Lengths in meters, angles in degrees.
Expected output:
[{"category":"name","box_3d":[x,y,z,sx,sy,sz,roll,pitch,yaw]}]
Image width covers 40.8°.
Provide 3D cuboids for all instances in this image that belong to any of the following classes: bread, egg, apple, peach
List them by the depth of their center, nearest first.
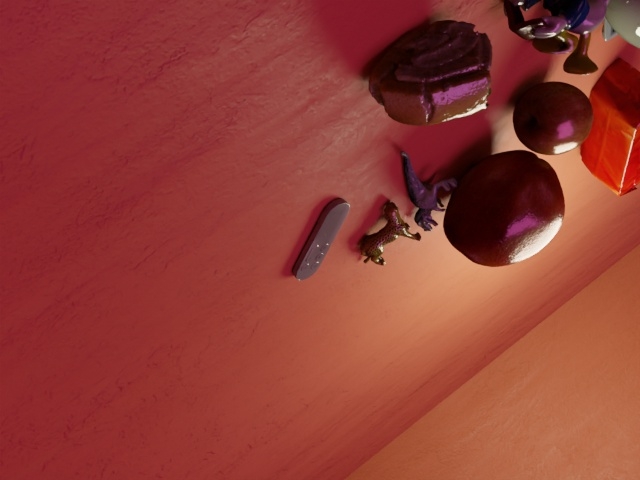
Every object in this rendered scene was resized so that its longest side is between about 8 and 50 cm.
[{"category":"bread","box_3d":[0.228,-0.329,1.729,0.257,0.186,0.124,-25,151,-13]},{"category":"egg","box_3d":[0.783,-0.568,2.012,0.230,0.230,0.371,-48,142,11]},{"category":"apple","box_3d":[0.584,-0.308,2.173,0.174,0.188,0.188,-12,139,-35]},{"category":"peach","box_3d":[0.470,-0.076,2.240,0.332,0.308,0.308,-37,150,-15]}]

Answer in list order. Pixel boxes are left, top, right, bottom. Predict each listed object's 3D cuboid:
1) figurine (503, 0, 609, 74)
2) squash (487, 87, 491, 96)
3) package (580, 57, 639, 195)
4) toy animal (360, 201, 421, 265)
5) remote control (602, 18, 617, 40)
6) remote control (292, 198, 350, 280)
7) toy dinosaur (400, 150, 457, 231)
[{"category":"figurine","box_3d":[0.507,-0.536,1.856,0.284,0.204,0.338,-17,130,-25]},{"category":"squash","box_3d":[0.371,-0.345,2.036,0.089,0.027,0.027,-22,145,-29]},{"category":"package","box_3d":[0.868,-0.313,2.497,0.123,0.196,0.423,-32,148,-15]},{"category":"toy animal","box_3d":[0.156,-0.008,2.194,0.181,0.073,0.136,-37,144,17]},{"category":"remote control","box_3d":[0.831,-0.622,2.189,0.293,0.051,0.103,-34,141,-10]},{"category":"remote control","box_3d":[0.000,0.000,2.051,0.077,0.022,0.245,-10,138,-46]},{"category":"toy dinosaur","box_3d":[0.278,-0.142,2.133,0.129,0.076,0.383,-18,144,3]}]
